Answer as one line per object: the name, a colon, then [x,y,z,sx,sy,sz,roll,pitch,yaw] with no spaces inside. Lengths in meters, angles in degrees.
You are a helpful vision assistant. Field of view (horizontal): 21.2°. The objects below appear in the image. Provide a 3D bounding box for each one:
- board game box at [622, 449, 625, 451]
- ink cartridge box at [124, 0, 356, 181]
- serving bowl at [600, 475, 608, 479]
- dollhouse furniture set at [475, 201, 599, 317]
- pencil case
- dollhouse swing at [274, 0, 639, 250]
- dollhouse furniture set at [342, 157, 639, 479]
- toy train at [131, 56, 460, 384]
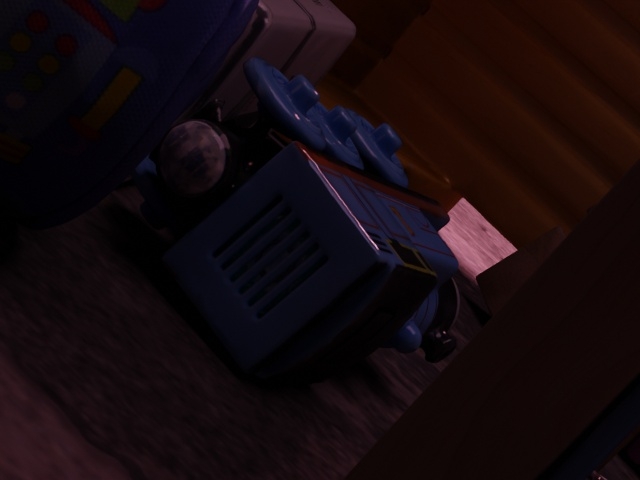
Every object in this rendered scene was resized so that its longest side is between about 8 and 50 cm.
board game box: [0.271,0.130,0.944,0.186,0.026,0.126,9,-11,35]
ink cartridge box: [-0.082,-0.112,0.734,0.158,0.092,0.218,43,9,4]
serving bowl: [0.108,0.122,0.649,0.083,0.027,0.083,36,19,-14]
dollhouse furniture set: [0.197,0.064,0.959,0.151,0.144,0.123,53,10,-25]
pencil case: [-0.160,-0.131,0.477,0.306,0.119,0.133,38,-15,-18]
dollhouse swing: [0.159,-0.134,0.985,0.305,0.347,0.315,49,13,29]
dollhouse furniture set: [0.190,0.104,0.487,0.303,0.198,0.286,45,18,11]
toy train: [0.000,0.000,0.642,0.105,0.080,0.184,55,12,17]
